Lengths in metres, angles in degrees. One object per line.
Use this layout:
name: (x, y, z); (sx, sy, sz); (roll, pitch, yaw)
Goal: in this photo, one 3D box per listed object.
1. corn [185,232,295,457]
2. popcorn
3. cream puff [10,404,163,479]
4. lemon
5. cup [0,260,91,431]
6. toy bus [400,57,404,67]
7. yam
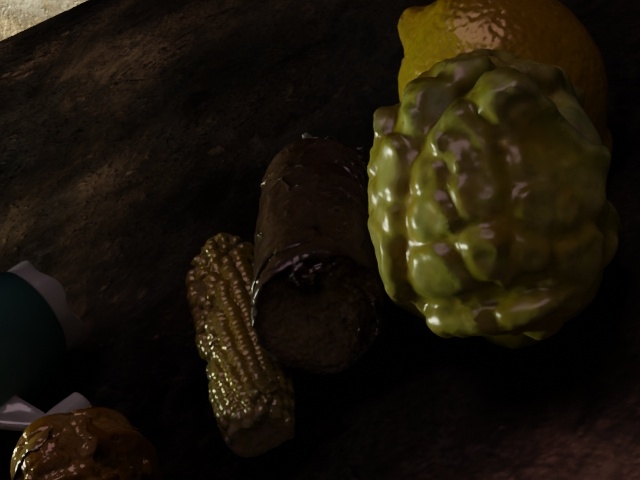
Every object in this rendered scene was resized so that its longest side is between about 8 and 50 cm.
corn: (-0.075, 0.087, 0.909); (0.086, 0.086, 0.288); (-26, 32, 4)
popcorn: (0.133, -0.035, 0.763); (0.195, 0.255, 0.256); (-9, 44, 6)
cream puff: (-0.191, 0.203, 0.805); (0.104, 0.119, 0.133); (29, 88, 36)
lemon: (0.173, -0.147, 0.948); (0.187, 0.244, 0.187); (-46, -12, -12)
cup: (-0.345, 0.112, 1.030); (0.299, 0.167, 0.173); (29, 48, 26)
toy bus: (0.178, -0.223, 1.153); (0.090, 0.112, 0.274); (3, 42, 32)
yam: (-0.002, -0.001, 0.913); (0.131, 0.131, 0.280); (-23, 24, 10)
